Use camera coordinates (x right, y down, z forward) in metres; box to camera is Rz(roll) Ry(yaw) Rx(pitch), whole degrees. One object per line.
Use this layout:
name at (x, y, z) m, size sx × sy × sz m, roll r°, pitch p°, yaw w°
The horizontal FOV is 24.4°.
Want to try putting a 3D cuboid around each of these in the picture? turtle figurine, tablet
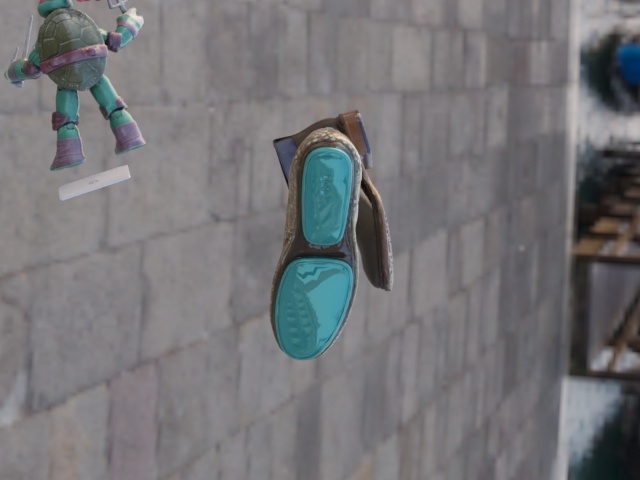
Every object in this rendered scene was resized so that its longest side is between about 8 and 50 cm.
turtle figurine at (-0.289, -0.208, 1.727) m, size 0.118 × 0.175 × 0.234 m, roll -41°, pitch 116°, yaw -86°
tablet at (-0.257, -0.066, 1.682) m, size 0.054 × 0.083 × 0.006 m, roll -122°, pitch -166°, yaw -70°

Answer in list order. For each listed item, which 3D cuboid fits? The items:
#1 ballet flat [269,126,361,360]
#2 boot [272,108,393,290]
ballet flat at (0.000, 0.000, 1.227) m, size 0.067 × 0.073 × 0.206 m, roll -88°, pitch -171°, yaw -64°
boot at (0.016, -0.035, 1.651) m, size 0.082 × 0.106 × 0.219 m, roll 76°, pitch 1°, yaw -66°
